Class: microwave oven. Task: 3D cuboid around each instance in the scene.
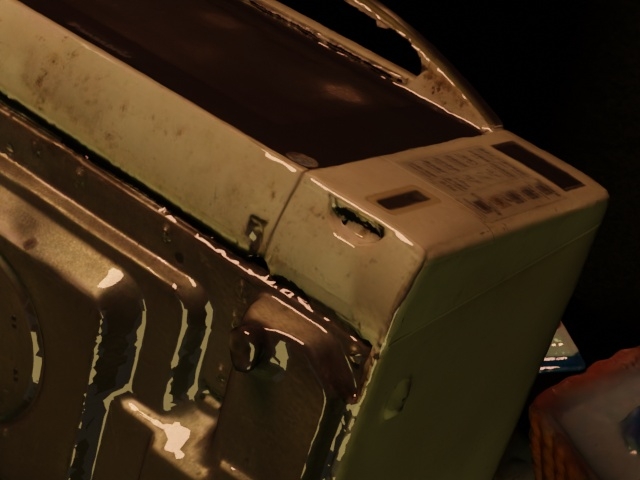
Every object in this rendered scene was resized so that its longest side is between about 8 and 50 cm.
[{"bbox_3d":[-0.096,0.020,0.806,0.394,0.247,0.333,32,121,25],"label":"microwave oven"}]

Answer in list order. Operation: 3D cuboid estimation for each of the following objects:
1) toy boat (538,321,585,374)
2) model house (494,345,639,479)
[{"bbox_3d":[0.089,0.081,1.084,0.228,0.080,0.046,-7,97,34],"label":"toy boat"},{"bbox_3d":[0.231,0.218,1.041,0.329,0.252,0.295,13,140,22],"label":"model house"}]
